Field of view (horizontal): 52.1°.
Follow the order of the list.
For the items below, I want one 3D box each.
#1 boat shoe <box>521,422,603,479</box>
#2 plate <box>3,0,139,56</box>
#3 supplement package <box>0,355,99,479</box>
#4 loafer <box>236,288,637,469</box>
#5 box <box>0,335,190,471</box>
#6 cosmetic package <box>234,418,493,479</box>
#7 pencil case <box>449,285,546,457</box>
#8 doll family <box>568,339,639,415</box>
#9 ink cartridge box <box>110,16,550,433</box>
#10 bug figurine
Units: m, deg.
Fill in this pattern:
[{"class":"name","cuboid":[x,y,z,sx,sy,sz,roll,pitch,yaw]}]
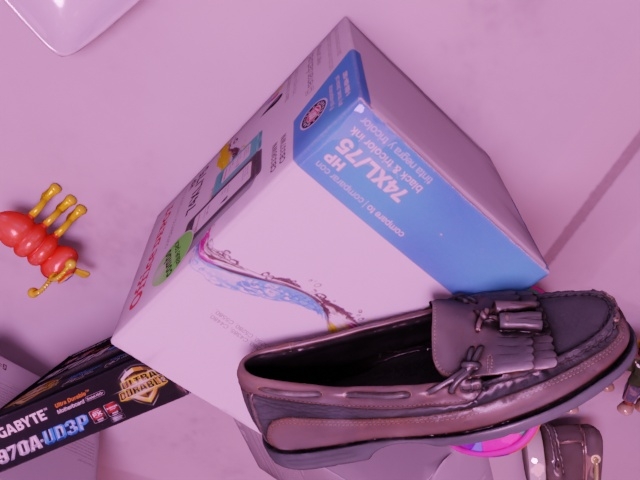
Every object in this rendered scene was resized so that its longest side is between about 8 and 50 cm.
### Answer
[{"class":"boat shoe","cuboid":[0.318,0.353,0.840,0.091,0.109,0.304,-10,119,11]},{"class":"plate","cuboid":[-0.175,-0.311,0.439,0.278,0.045,0.277,-30,119,19]},{"class":"supplement package","cuboid":[-0.353,0.257,0.683,0.149,0.203,0.194,-20,141,12]},{"class":"loafer","cuboid":[0.069,0.083,0.440,0.268,0.096,0.084,-21,116,14]},{"class":"box","cuboid":[-0.199,0.130,0.649,0.220,0.175,0.051,-25,99,15]},{"class":"cosmetic package","cuboid":[0.037,0.205,0.658,0.127,0.238,0.107,-39,128,-29]},{"class":"pencil case","cuboid":[0.162,0.105,0.598,0.105,0.236,0.104,3,99,21]},{"class":"doll family","cuboid":[0.282,0.127,0.715,0.193,0.076,0.111,-2,128,5]},{"class":"ink cartridge box","cuboid":[0.000,0.000,0.555,0.197,0.198,0.270,38,114,-23]},{"class":"bug figurine","cuboid":[-0.374,0.027,0.644,0.279,0.072,0.216,-38,116,22]}]
